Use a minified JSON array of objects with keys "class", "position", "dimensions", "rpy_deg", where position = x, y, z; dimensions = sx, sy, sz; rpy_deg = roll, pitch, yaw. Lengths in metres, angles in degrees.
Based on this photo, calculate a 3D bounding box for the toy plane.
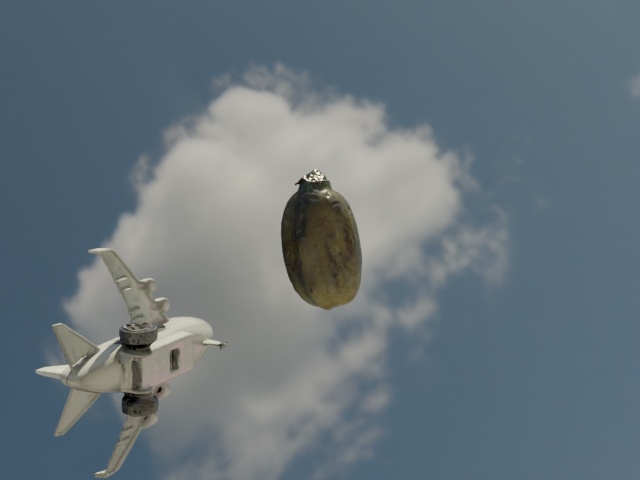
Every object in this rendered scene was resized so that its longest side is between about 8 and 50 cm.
[{"class":"toy plane","position":[-0.191,0.128,1.406],"dimensions":[0.255,0.101,0.251],"rpy_deg":[-14,-72,-54]}]

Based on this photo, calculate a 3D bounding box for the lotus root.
[{"class":"lotus root","position":[0.000,0.000,0.907],"dimensions":[0.049,0.054,0.099],"rpy_deg":[-27,-70,-62]}]
